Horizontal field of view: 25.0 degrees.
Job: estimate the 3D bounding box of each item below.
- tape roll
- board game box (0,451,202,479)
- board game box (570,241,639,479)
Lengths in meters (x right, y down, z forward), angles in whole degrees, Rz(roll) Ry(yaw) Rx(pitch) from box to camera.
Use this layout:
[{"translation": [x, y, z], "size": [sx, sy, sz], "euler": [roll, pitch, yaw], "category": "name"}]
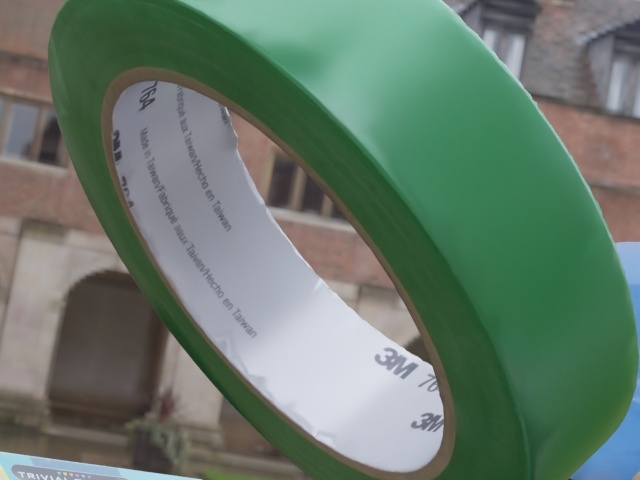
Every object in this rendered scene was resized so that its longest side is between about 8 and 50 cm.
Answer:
[{"translation": [0.000, 0.000, 0.688], "size": [0.321, 0.077, 0.321], "euler": [40, -26, 25], "category": "tape roll"}, {"translation": [-0.309, 0.358, 1.560], "size": [0.336, 0.254, 0.079], "euler": [15, 24, -37], "category": "board game box"}, {"translation": [0.200, 0.083, 0.960], "size": [0.133, 0.169, 0.033], "euler": [44, 1, 37], "category": "board game box"}]
